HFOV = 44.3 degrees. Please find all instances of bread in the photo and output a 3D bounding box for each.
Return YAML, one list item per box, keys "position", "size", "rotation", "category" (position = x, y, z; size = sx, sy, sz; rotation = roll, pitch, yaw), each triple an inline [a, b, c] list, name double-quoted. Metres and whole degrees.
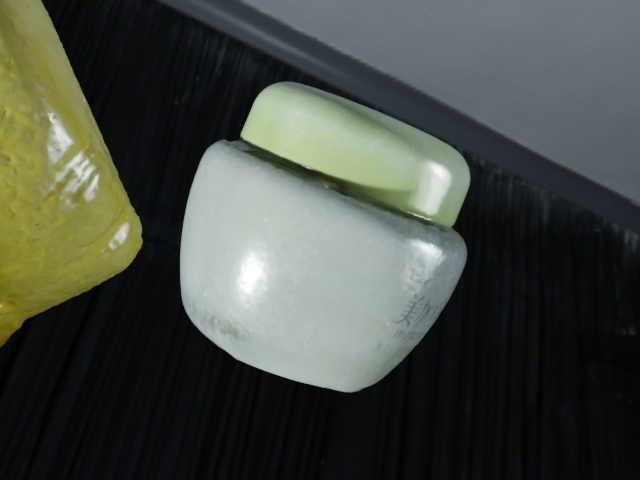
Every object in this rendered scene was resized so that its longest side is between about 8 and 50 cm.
- position: [-0.219, -0.074, 0.475]
  size: [0.148, 0.270, 0.270]
  rotation: [-28, 151, -13]
  category: "bread"

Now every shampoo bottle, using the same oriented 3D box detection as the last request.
- position: [0.000, 0.000, 0.907]
  size: [0.322, 0.317, 0.322]
  rotation: [25, -173, -3]
  category: "shampoo bottle"
